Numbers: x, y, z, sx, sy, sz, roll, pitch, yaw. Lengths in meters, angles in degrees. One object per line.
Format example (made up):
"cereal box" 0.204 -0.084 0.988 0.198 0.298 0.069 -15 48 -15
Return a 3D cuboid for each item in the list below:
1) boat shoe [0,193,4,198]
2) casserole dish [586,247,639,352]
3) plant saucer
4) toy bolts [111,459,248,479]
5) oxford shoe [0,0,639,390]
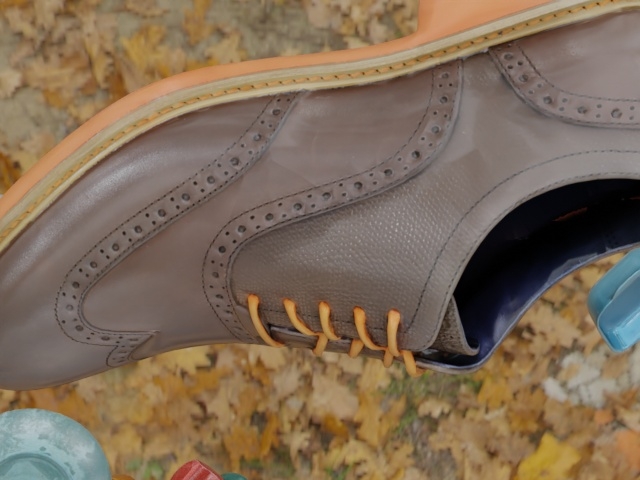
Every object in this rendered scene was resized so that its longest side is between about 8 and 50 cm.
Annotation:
"boat shoe" -0.157 0.021 0.755 0.079 0.227 0.081 14 82 7
"casserole dish" 0.356 0.065 1.443 0.114 0.188 0.037 -44 60 2
"plant saucer" -0.343 0.297 1.485 0.195 0.037 0.195 -1 95 -9
"toy bolts" -0.179 0.378 1.655 0.228 0.158 0.218 -44 58 9
"oxford shoe" 0.000 0.000 0.529 0.363 0.130 0.133 -24 60 12
